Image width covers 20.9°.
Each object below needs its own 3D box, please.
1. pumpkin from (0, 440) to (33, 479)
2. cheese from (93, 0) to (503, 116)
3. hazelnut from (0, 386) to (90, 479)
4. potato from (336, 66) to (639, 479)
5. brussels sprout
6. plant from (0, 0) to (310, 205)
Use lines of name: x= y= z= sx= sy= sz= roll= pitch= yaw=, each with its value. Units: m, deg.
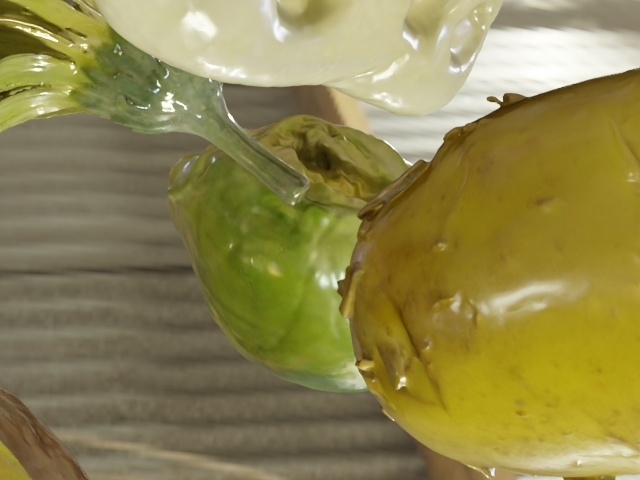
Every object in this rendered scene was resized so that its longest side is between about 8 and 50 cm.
pumpkin: x=-0.240 y=0.187 z=0.831 sx=0.217 sy=0.110 sz=0.217 roll=12 pitch=-117 yaw=-24
cheese: x=0.022 y=-0.257 z=1.132 sx=0.351 sy=0.328 sz=0.129 roll=7 pitch=-158 yaw=-48
hazelnut: x=-0.345 y=0.220 z=1.071 sx=0.420 sy=0.353 sz=0.421 roll=-13 pitch=-168 yaw=3
potato: x=0.138 y=0.010 z=0.624 sx=0.173 sy=0.300 sz=0.140 roll=28 pitch=-124 yaw=-39
brussels sprout: x=0.000 y=0.000 z=1.804 sx=0.268 sy=0.344 sz=0.344 roll=-34 pitch=-133 yaw=-13
plant: x=-0.140 y=-0.154 z=1.448 sx=0.297 sy=0.306 sz=0.261 roll=44 pitch=176 yaw=-18
